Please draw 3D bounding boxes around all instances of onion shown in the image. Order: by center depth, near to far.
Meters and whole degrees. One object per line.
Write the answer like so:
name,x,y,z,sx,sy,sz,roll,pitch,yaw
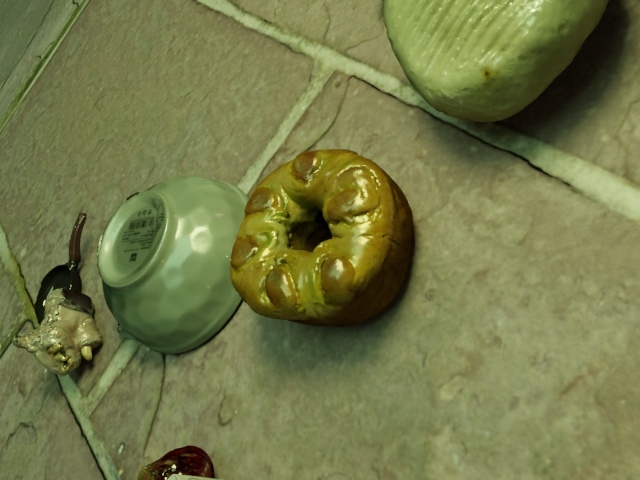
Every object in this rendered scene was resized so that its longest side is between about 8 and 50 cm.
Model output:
onion,-0.169,0.297,0.784,0.107,0.097,0.107,-44,9,8

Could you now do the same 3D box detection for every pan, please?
pan,-0.444,0.052,1.163,0.115,0.040,0.211,23,91,45

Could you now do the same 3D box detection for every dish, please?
dish,-0.230,0.017,0.952,0.303,0.120,0.302,-18,59,31

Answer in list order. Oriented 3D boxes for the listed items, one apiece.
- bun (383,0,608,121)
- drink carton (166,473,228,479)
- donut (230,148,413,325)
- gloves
bun,0.195,-0.264,0.711,0.273,0.169,0.272,-13,72,46
drink carton,-0.157,0.366,0.705,0.222,0.134,0.102,-50,49,9
donut,0.001,-0.002,0.773,0.227,0.114,0.226,-19,57,33
gloves,-0.410,0.147,1.053,0.094,0.110,0.144,-36,21,31
